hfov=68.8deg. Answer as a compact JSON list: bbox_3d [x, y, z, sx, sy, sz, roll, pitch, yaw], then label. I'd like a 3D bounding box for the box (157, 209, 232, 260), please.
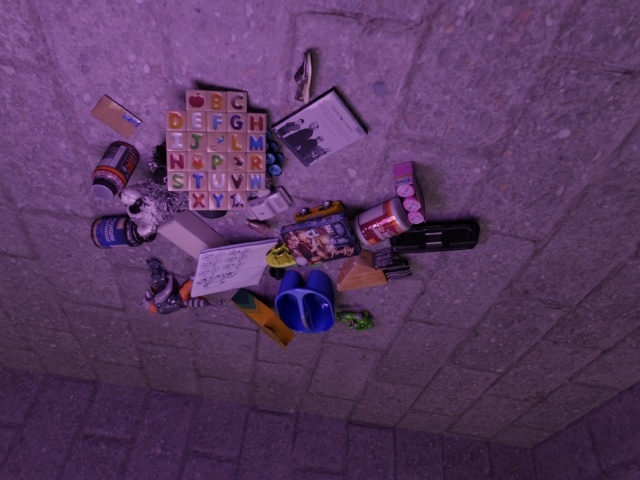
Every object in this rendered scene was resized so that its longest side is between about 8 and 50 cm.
[{"bbox_3d":[-0.479,-0.009,1.803,0.113,0.094,0.275,-22,131,29],"label":"box"}]

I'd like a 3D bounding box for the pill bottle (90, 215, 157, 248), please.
[{"bbox_3d":[-0.750,-0.034,1.792,0.219,0.123,0.123,-4,138,12],"label":"pill bottle"}]

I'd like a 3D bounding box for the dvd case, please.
[{"bbox_3d":[-0.004,-0.333,1.413,0.238,0.030,0.179,-23,131,30],"label":"dvd case"}]

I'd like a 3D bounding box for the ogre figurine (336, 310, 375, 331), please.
[{"bbox_3d":[0.171,0.374,2.152,0.118,0.097,0.197,-11,126,36],"label":"ogre figurine"}]

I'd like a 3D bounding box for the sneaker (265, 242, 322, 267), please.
[{"bbox_3d":[-0.066,0.067,1.803,0.295,0.110,0.124,-8,143,3],"label":"sneaker"}]

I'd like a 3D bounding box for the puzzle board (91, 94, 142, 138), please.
[{"bbox_3d":[-0.635,-0.384,1.459,0.096,0.011,0.128,-31,127,34],"label":"puzzle board"}]

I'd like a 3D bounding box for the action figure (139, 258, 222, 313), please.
[{"bbox_3d":[-0.642,0.228,2.044,0.329,0.179,0.341,-13,138,8],"label":"action figure"}]

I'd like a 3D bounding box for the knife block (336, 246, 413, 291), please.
[{"bbox_3d":[0.221,0.129,1.866,0.241,0.088,0.276,19,137,-13],"label":"knife block"}]

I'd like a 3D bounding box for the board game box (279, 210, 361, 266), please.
[{"bbox_3d":[0.000,0.000,1.628,0.243,0.042,0.165,-13,123,24],"label":"board game box"}]

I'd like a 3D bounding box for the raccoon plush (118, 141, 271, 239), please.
[{"bbox_3d":[-0.419,-0.119,1.536,0.446,0.216,0.299,20,126,-15],"label":"raccoon plush"}]

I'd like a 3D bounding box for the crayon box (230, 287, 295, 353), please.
[{"bbox_3d":[-0.241,0.351,2.059,0.318,0.081,0.202,28,158,43],"label":"crayon box"}]

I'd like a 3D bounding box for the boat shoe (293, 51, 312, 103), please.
[{"bbox_3d":[-0.048,-0.441,1.275,0.049,0.056,0.152,3,139,-3],"label":"boat shoe"}]

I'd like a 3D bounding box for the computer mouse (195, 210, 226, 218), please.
[{"bbox_3d":[-0.471,-0.145,1.672,0.183,0.060,0.262,-14,134,22],"label":"computer mouse"}]

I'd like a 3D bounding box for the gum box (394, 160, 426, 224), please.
[{"bbox_3d":[0.294,-0.148,1.523,0.062,0.107,0.188,-12,136,20],"label":"gum box"}]

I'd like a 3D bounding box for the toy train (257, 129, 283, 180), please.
[{"bbox_3d":[-0.188,-0.270,1.473,0.105,0.080,0.184,-10,137,19],"label":"toy train"}]

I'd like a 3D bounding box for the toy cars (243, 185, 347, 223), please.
[{"bbox_3d":[-0.102,-0.091,1.660,0.393,0.087,0.177,13,138,-7],"label":"toy cars"}]

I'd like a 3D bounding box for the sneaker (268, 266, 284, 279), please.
[{"bbox_3d":[-0.183,0.124,1.911,0.051,0.089,0.170,33,136,11],"label":"sneaker"}]

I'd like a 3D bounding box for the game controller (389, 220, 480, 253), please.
[{"bbox_3d":[0.409,-0.011,1.691,0.318,0.067,0.167,-5,142,12],"label":"game controller"}]

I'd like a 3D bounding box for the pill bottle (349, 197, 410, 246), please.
[{"bbox_3d":[0.194,-0.054,1.634,0.221,0.121,0.121,-25,130,31],"label":"pill bottle"}]

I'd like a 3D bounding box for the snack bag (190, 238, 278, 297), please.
[{"bbox_3d":[-0.352,0.119,1.858,0.322,0.037,0.343,-10,148,-31],"label":"snack bag"}]

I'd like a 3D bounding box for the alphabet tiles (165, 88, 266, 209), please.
[{"bbox_3d":[-0.301,-0.259,1.365,0.284,0.011,0.343,-1,102,-14],"label":"alphabet tiles"}]

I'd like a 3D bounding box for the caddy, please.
[{"bbox_3d":[-0.061,0.279,2.011,0.241,0.179,0.341,-3,138,10],"label":"caddy"}]

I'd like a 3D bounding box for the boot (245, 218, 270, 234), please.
[{"bbox_3d":[-0.235,-0.054,1.722,0.086,0.042,0.118,25,171,-15],"label":"boot"}]

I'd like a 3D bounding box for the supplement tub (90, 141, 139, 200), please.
[{"bbox_3d":[-0.667,-0.220,1.508,0.105,0.198,0.106,4,140,3],"label":"supplement tub"}]
